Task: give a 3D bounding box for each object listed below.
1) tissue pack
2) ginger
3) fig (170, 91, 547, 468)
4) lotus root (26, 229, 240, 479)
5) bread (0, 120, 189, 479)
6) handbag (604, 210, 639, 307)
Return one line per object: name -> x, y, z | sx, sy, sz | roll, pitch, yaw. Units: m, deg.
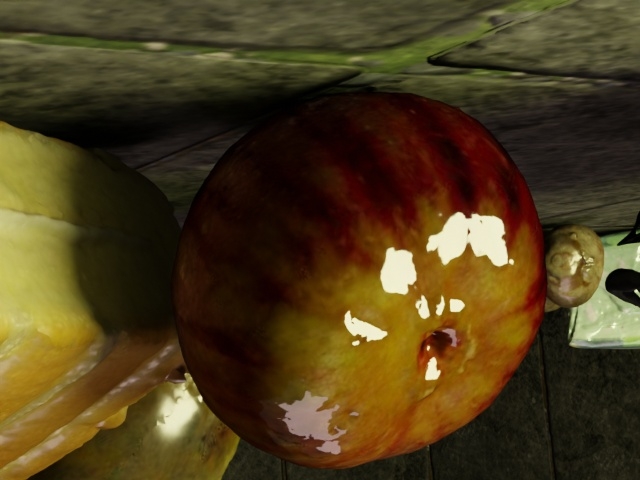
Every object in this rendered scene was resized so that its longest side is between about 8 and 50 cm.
tissue pack -> 0.397, 0.055, 1.388 | 0.228, 0.128, 0.311 | -5, 174, 15
ginger -> 0.211, 0.030, 1.212 | 0.104, 0.080, 0.204 | 3, 174, -21
fig -> 0.017, -0.002, 0.522 | 0.149, 0.202, 0.148 | -5, 140, 6
lotus root -> -0.169, 0.098, 0.751 | 0.260, 0.267, 0.149 | -33, 144, 22
bread -> -0.194, 0.058, 0.510 | 0.246, 0.111, 0.239 | -35, 161, 19
handbag -> 0.278, -0.006, 0.595 | 0.283, 0.149, 0.302 | -8, 176, 6
